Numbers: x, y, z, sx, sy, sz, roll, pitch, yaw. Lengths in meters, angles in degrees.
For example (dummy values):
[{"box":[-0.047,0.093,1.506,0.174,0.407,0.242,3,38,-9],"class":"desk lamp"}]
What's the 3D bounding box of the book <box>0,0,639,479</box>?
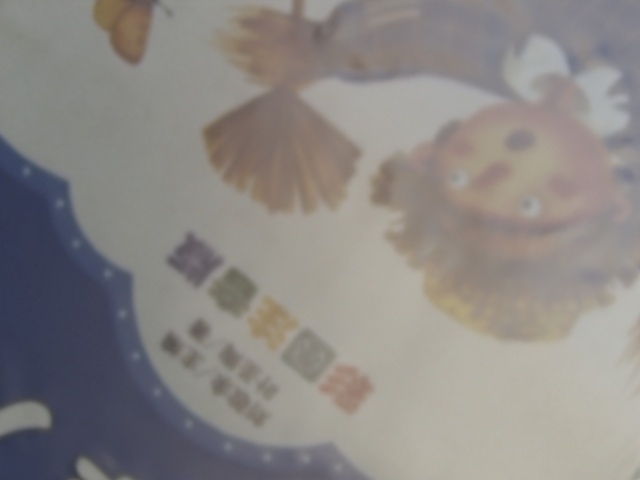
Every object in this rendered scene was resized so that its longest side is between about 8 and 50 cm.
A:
[{"box":[0.000,0.000,0.516,0.300,0.428,0.039,40,6,1],"class":"book"}]
